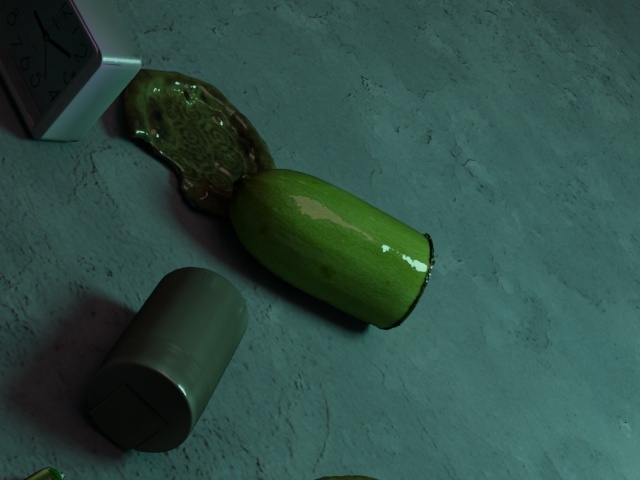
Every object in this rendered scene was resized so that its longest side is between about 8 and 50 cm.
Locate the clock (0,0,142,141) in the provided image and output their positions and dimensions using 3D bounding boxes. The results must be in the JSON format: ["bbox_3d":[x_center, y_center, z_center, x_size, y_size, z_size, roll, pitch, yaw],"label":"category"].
[{"bbox_3d":[-0.297,-0.225,1.672,0.063,0.150,0.197,-3,57,-50],"label":"clock"}]

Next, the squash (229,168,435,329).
[{"bbox_3d":[0.000,0.000,1.765,0.247,0.132,0.132,26,39,-19],"label":"squash"}]

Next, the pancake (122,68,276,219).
[{"bbox_3d":[-0.144,-0.121,1.827,0.235,0.029,0.212,42,34,-7],"label":"pancake"}]

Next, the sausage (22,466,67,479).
[{"bbox_3d":[-0.303,0.254,1.278,0.033,0.033,0.269,50,35,7],"label":"sausage"}]

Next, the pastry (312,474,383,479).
[{"bbox_3d":[0.039,0.365,1.421,0.330,0.136,0.329,26,41,-24],"label":"pastry"}]

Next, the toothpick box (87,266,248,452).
[{"bbox_3d":[-0.149,0.117,1.506,0.111,0.111,0.180,39,34,-8],"label":"toothpick box"}]
